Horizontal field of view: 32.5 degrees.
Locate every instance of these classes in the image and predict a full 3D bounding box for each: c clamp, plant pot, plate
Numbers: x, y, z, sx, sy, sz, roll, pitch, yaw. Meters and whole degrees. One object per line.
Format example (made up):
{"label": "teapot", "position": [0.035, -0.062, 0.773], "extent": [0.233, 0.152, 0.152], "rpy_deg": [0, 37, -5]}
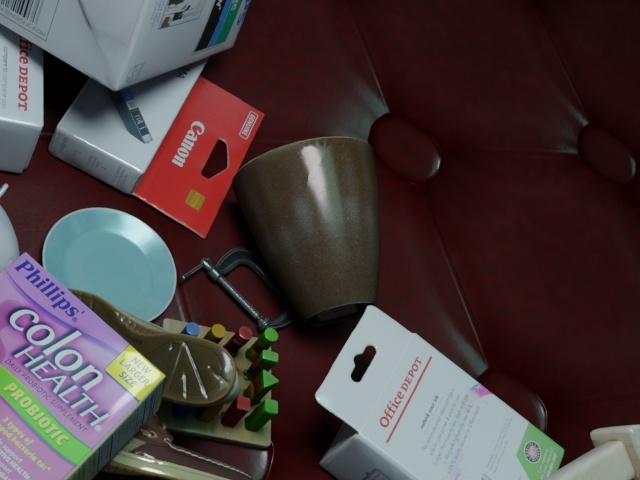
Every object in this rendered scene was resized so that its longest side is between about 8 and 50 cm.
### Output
{"label": "c clamp", "position": [-0.108, 0.074, 1.581], "extent": [0.160, 0.022, 0.137], "rpy_deg": [41, 40, 0]}
{"label": "plant pot", "position": [0.000, 0.000, 1.588], "extent": [0.215, 0.215, 0.230], "rpy_deg": [-2, 69, -33]}
{"label": "plate", "position": [-0.287, 0.039, 1.491], "extent": [0.188, 0.024, 0.188], "rpy_deg": [17, 51, -21]}

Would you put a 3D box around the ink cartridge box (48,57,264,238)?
{"label": "ink cartridge box", "position": [-0.228, -0.182, 1.656], "extent": [0.261, 0.066, 0.296], "rpy_deg": [29, 48, -10]}

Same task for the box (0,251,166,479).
{"label": "box", "position": [-0.327, 0.178, 1.179], "extent": [0.213, 0.117, 0.243], "rpy_deg": [40, 62, 9]}

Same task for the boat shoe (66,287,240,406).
{"label": "boat shoe", "position": [-0.245, 0.143, 1.377], "extent": [0.302, 0.098, 0.109], "rpy_deg": [15, 73, 9]}

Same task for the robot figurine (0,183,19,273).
{"label": "robot figurine", "position": [-0.495, 0.036, 1.243], "extent": [0.353, 0.199, 0.300], "rpy_deg": [-20, 108, -39]}

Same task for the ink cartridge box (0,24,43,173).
{"label": "ink cartridge box", "position": [-0.518, -0.221, 1.468], "extent": [0.278, 0.117, 0.201], "rpy_deg": [10, 54, -27]}

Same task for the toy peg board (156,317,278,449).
{"label": "toy peg board", "position": [-0.128, 0.176, 1.455], "extent": [0.160, 0.079, 0.161], "rpy_deg": [15, 52, -23]}

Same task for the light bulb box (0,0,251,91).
{"label": "light bulb box", "position": [-0.303, -0.423, 1.561], "extent": [0.358, 0.225, 0.361], "rpy_deg": [32, 28, 10]}

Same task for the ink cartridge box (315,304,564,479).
{"label": "ink cartridge box", "position": [0.143, 0.279, 1.521], "extent": [0.353, 0.119, 0.207], "rpy_deg": [39, 48, -4]}

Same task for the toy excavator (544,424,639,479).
{"label": "toy excavator", "position": [0.265, 0.436, 1.326], "extent": [0.432, 0.222, 0.445], "rpy_deg": [10, 75, -28]}

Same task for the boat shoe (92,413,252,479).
{"label": "boat shoe", "position": [-0.232, 0.242, 1.320], "extent": [0.342, 0.123, 0.123], "rpy_deg": [17, 52, -13]}
